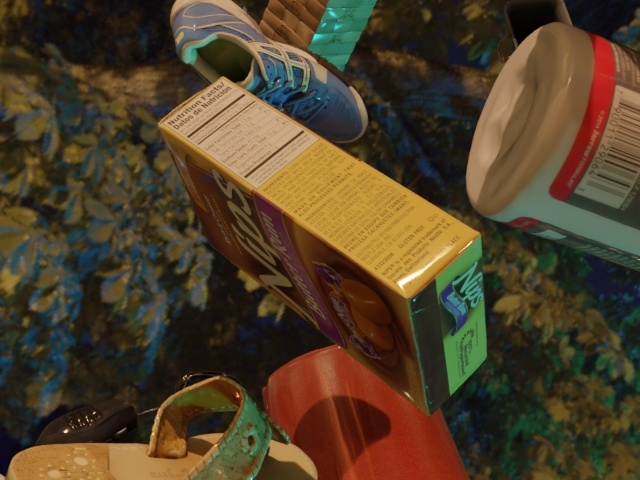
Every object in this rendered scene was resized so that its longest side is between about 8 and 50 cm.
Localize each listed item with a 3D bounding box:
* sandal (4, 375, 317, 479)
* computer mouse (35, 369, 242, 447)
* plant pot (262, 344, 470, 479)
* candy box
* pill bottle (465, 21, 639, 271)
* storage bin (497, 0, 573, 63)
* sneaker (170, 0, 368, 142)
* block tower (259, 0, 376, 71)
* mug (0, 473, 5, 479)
[{"bbox_3d":[-0.074,0.125,0.538,0.088,0.240,0.079,35,-71,40],"label":"sandal"},{"bbox_3d":[-0.191,0.199,0.942,0.041,0.242,0.071,26,-54,53],"label":"computer mouse"},{"bbox_3d":[0.053,0.275,1.007,0.272,0.272,0.265,116,-36,-55],"label":"plant pot"},{"bbox_3d":[0.000,0.000,0.457,0.187,0.053,0.109,36,-23,34],"label":"candy box"},{"bbox_3d":[0.306,-0.055,0.750,0.318,0.176,0.176,19,-33,-10],"label":"pill bottle"},{"bbox_3d":[0.288,-0.250,1.167,0.091,0.098,0.135,96,-17,-69],"label":"storage bin"},{"bbox_3d":[-0.047,-0.142,0.778,0.211,0.081,0.080,27,-56,-22],"label":"sneaker"},{"bbox_3d":[0.022,-0.329,1.014,0.091,0.097,0.335,47,-50,26],"label":"block tower"},{"bbox_3d":[-0.328,0.269,0.499,0.276,0.374,0.328,7,-72,39],"label":"mug"}]
